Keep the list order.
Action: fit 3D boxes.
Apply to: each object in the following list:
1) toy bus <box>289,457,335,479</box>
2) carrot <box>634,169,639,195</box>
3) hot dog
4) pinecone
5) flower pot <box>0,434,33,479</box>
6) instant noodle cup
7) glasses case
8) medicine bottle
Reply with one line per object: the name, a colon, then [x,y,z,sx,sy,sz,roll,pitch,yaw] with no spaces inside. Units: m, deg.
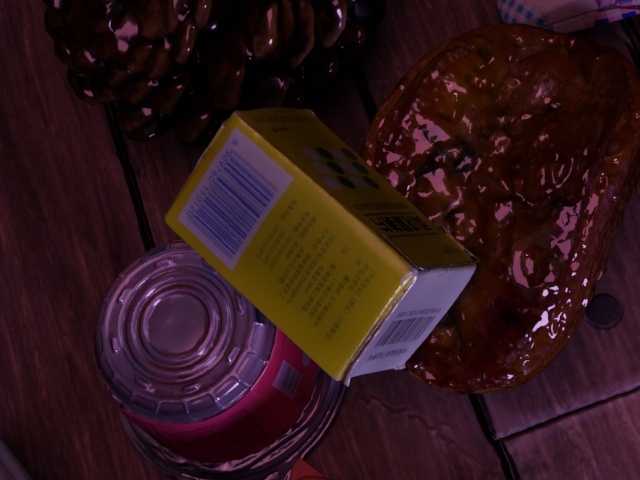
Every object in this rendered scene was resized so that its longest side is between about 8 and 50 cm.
toy bus: [-0.039,0.415,1.306,0.233,0.203,0.427,33,78,33]
carrot: [0.343,-0.136,1.504,0.048,0.048,0.216,-2,66,15]
hot dog: [0.172,-0.041,1.441,0.267,0.174,0.387,16,76,29]
pinecone: [-0.112,-0.305,1.530,0.398,0.398,0.397,-5,70,14]
flower pot: [-0.386,0.300,1.459,0.209,0.239,0.189,-28,64,-30]
instant noodle cup: [-0.114,0.107,1.466,0.258,0.181,0.302,-31,67,2]
glasses case: [0.337,-0.298,1.514,0.327,0.076,0.125,-17,49,21]
medicine bottle: [0.000,0.000,1.354,0.250,0.137,0.141,43,109,21]
